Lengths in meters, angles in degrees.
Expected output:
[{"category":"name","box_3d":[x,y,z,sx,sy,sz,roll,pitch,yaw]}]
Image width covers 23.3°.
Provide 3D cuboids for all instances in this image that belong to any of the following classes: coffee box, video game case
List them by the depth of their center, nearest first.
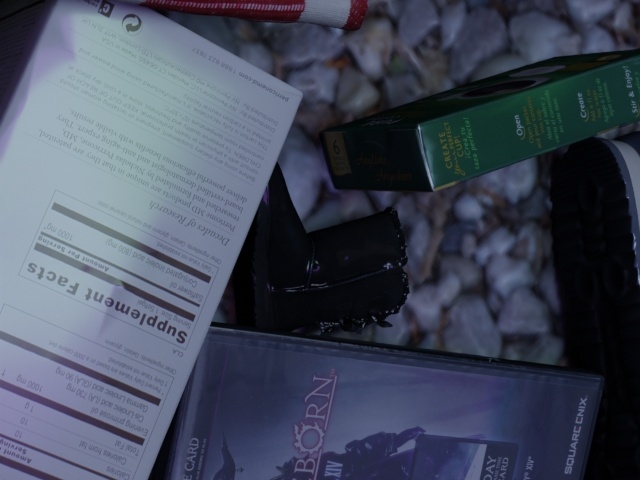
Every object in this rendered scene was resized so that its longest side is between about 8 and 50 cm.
[{"category":"video game case","box_3d":[0.031,0.157,0.897,0.274,0.026,0.196,9,95,-29]},{"category":"coffee box","box_3d":[0.105,-0.071,0.906,0.184,0.113,0.040,-19,102,-28]}]

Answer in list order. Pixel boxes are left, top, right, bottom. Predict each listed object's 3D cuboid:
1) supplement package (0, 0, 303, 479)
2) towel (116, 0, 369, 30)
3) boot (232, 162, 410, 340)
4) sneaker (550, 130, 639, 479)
[{"category":"supplement package","box_3d":[-0.133,0.013,0.763,0.134,0.139,0.244,27,79,-24]},{"category":"towel","box_3d":[-0.142,-0.213,0.716,0.329,0.037,0.237,3,60,-29]},{"category":"boot","box_3d":[0.000,0.000,0.881,0.099,0.045,0.121,-10,107,-24]},{"category":"sneaker","box_3d":[0.235,0.087,0.974,0.131,0.112,0.319,-8,95,-25]}]
